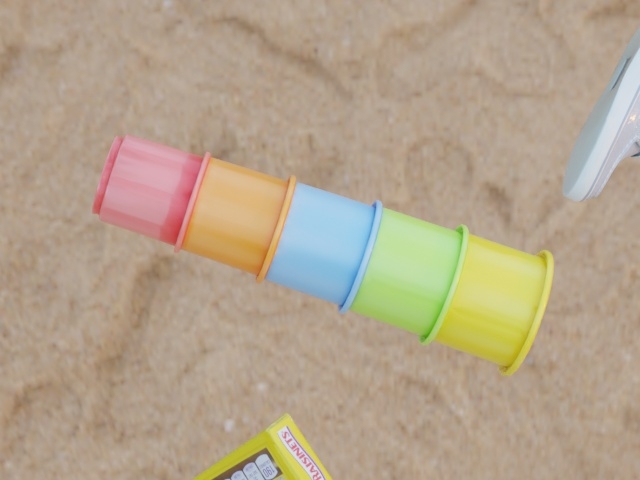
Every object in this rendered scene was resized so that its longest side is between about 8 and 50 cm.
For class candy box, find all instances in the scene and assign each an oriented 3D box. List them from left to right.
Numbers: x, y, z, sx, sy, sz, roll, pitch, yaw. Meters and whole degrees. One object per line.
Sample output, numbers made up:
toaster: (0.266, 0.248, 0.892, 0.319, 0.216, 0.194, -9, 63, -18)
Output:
candy box: (-0.056, 0.191, 0.958, 0.105, 0.206, 0.027, 54, 39, 3)

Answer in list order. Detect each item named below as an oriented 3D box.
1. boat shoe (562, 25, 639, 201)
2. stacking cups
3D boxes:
boat shoe: (0.324, -0.128, 1.624, 0.081, 0.079, 0.227, 31, 79, -6)
stacking cups: (0.000, 0.000, 1.129, 0.316, 0.096, 0.096, 20, 53, -2)
